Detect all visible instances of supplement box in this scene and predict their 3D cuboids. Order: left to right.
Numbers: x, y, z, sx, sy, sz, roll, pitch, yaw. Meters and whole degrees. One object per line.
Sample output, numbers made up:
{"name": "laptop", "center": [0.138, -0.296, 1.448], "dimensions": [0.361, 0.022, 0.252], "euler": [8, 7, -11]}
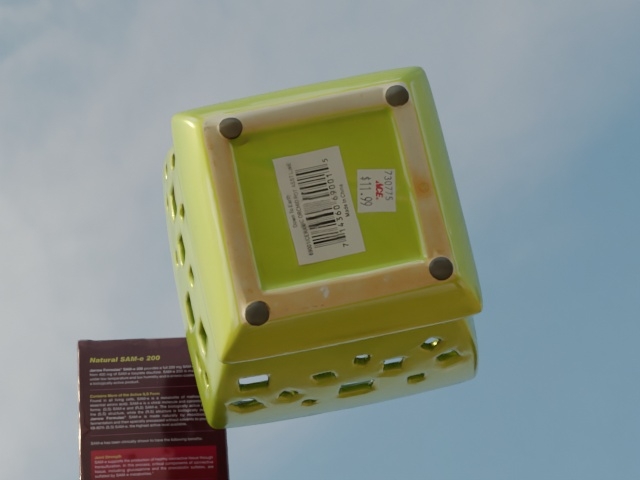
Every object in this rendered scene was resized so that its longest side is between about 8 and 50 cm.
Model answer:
{"name": "supplement box", "center": [-0.145, 0.203, 1.540], "dimensions": [0.130, 0.239, 0.073], "euler": [-1, -30, -6]}

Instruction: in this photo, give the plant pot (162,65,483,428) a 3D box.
{"name": "plant pot", "center": [0.000, 0.000, 1.345], "dimensions": [0.227, 0.228, 0.207], "euler": [-11, -16, -5]}
